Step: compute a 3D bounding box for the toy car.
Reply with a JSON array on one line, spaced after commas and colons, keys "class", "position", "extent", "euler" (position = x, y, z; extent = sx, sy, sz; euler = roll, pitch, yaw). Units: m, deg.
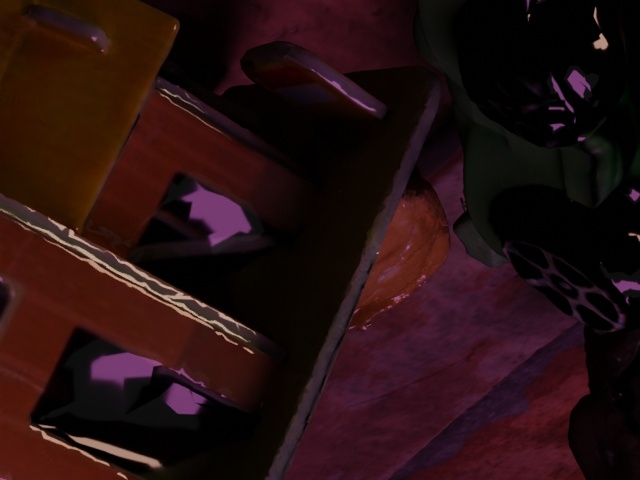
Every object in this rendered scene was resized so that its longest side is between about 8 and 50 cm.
[{"class": "toy car", "position": [0.137, -0.099, 0.815], "extent": [0.213, 0.176, 0.358], "euler": [-50, 146, -13]}]

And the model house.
[{"class": "model house", "position": [-0.135, -0.002, 0.627], "extent": [0.324, 0.340, 0.300], "euler": [30, 76, -28]}]

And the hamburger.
[{"class": "hamburger", "position": [0.000, 0.000, 0.949], "extent": [0.138, 0.083, 0.147], "euler": [-33, 153, 1]}]

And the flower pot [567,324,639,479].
[{"class": "flower pot", "position": [0.316, 0.075, 1.132], "extent": [0.302, 0.302, 0.213], "euler": [-23, 147, -11]}]
